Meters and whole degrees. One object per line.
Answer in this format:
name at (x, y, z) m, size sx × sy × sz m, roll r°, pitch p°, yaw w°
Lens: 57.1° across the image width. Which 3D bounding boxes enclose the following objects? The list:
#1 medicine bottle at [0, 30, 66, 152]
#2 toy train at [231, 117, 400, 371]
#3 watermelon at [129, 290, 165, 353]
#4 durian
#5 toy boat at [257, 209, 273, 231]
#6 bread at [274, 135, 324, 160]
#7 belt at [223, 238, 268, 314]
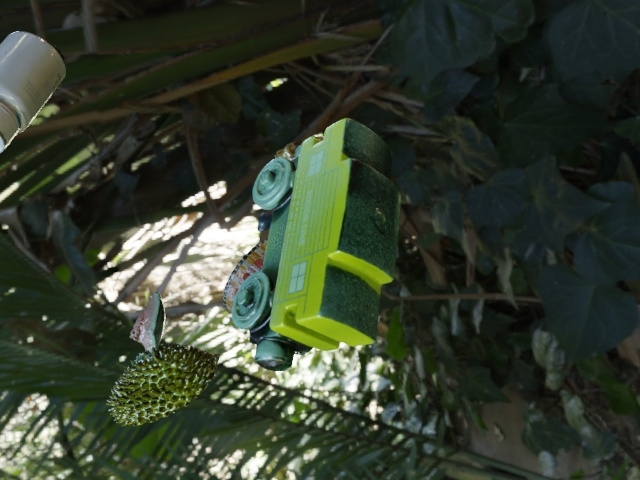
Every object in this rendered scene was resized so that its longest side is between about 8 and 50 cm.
medicine bottle at (-0.671, -0.319, 1.266) m, size 0.143 × 0.143 × 0.258 m, roll 93°, pitch -170°, yaw -54°
toy train at (0.000, 0.000, 1.007) m, size 0.272 × 0.179 × 0.443 m, roll -20°, pitch 52°, yaw 42°
watermelon at (-0.438, 0.209, 1.531) m, size 0.101 × 0.080 × 0.155 m, roll 126°, pitch 167°, yaw -65°
durian at (-0.293, 0.241, 1.019) m, size 0.096 × 0.220 × 0.137 m, roll 60°, pitch -157°, yaw -18°
toy boat at (-0.110, -0.064, 1.430) m, size 0.141 × 0.055 × 0.060 m, roll -48°, pitch -52°, yaw -40°
bread at (0.022, -0.191, 1.864) m, size 0.167 × 0.324 × 0.278 m, roll -15°, pitch 95°, yaw 57°
belt at (-0.074, 0.091, 1.271) m, size 0.160 × 0.295 × 0.207 m, roll 33°, pitch 118°, yaw 25°
